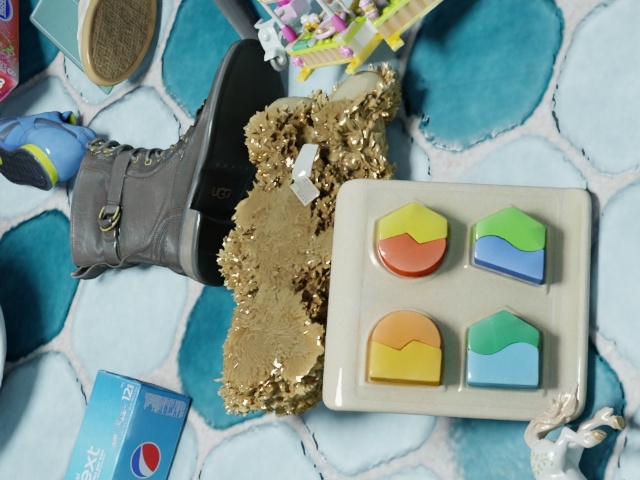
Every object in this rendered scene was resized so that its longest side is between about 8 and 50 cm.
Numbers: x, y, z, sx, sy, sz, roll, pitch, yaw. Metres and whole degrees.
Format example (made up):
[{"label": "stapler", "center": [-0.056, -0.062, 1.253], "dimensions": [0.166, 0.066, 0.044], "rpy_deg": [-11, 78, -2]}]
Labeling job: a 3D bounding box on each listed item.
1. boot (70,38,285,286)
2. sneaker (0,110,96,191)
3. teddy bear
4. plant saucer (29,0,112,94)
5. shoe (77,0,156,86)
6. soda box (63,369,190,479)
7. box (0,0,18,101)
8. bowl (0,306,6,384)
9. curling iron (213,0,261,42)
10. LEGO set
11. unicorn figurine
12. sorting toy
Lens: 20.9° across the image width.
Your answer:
[{"label": "boot", "center": [-0.158, -0.077, 1.705], "dimensions": [0.229, 0.091, 0.263], "rpy_deg": [11, 85, 45]}, {"label": "sneaker", "center": [-0.310, -0.107, 1.893], "dimensions": [0.082, 0.069, 0.209], "rpy_deg": [-40, 28, -21]}, {"label": "teddy bear", "center": [0.000, 0.000, 1.530], "dimensions": [0.245, 0.113, 0.338], "rpy_deg": [-28, 49, 26]}, {"label": "plant saucer", "center": [-0.268, -0.232, 1.921], "dimensions": [0.192, 0.018, 0.067], "rpy_deg": [43, 105, 45]}, {"label": "shoe", "center": [-0.215, -0.258, 1.846], "dimensions": [0.058, 0.077, 0.219], "rpy_deg": [-26, 49, 57]}, {"label": "soda box", "center": [-0.198, 0.235, 1.644], "dimensions": [0.071, 0.067, 0.210], "rpy_deg": [13, 84, 46]}, {"label": "box", "center": [-0.425, -0.247, 1.959], "dimensions": [0.123, 0.128, 0.257], "rpy_deg": [-40, 36, 25]}, {"label": "bowl", "center": [-0.454, 0.105, 1.852], "dimensions": [0.298, 0.134, 0.297], "rpy_deg": [2, 97, 13]}, {"label": "curling iron", "center": [-0.102, -0.281, 1.766], "dimensions": [0.068, 0.035, 0.274], "rpy_deg": [-42, 50, 25]}, {"label": "LEGO set", "center": [0.035, -0.233, 1.535], "dimensions": [0.287, 0.107, 0.132], "rpy_deg": [-22, 29, 39]}, {"label": "unicorn figurine", "center": [0.190, 0.197, 1.296], "dimensions": [0.111, 0.060, 0.162], "rpy_deg": [-35, 44, 35]}, {"label": "sorting toy", "center": [0.108, 0.044, 1.374], "dimensions": [0.208, 0.038, 0.193], "rpy_deg": [1, 73, 9]}]
